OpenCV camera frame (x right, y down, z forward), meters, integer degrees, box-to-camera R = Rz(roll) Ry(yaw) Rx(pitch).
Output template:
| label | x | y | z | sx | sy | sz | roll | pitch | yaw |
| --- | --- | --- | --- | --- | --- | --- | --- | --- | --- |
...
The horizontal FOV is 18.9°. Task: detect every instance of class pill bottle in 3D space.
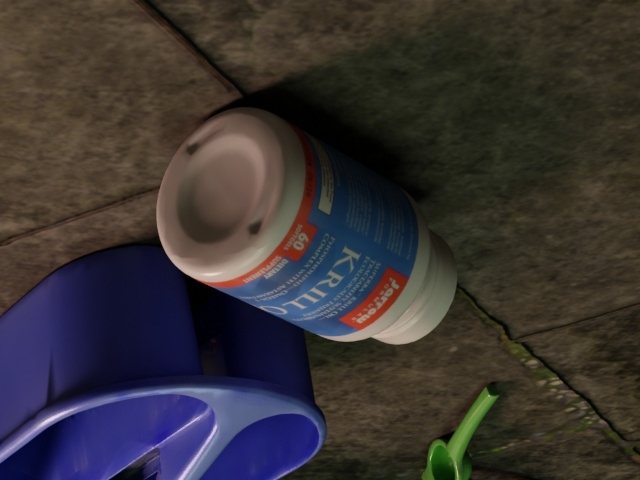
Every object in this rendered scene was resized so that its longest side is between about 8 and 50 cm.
| label | x | y | z | sx | sy | sz | roll | pitch | yaw |
| --- | --- | --- | --- | --- | --- | --- | --- | --- | --- |
| pill bottle | 0.000 | 0.000 | 1.348 | 0.124 | 0.124 | 0.221 | -24 | 149 | 31 |

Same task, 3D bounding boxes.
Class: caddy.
| label | x | y | z | sx | sy | sz | roll | pitch | yaw |
| --- | --- | --- | --- | --- | --- | --- | --- | --- | --- |
| caddy | -0.147 | 0.148 | 1.549 | 0.241 | 0.179 | 0.341 | 12 | 148 | -33 |

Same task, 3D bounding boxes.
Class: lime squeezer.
| label | x | y | z | sx | sy | sz | roll | pitch | yaw |
| --- | --- | --- | --- | --- | --- | --- | --- | --- | --- |
| lime squeezer | 0.153 | 0.229 | 1.906 | 0.110 | 0.059 | 0.310 | -11 | 152 | 11 |
